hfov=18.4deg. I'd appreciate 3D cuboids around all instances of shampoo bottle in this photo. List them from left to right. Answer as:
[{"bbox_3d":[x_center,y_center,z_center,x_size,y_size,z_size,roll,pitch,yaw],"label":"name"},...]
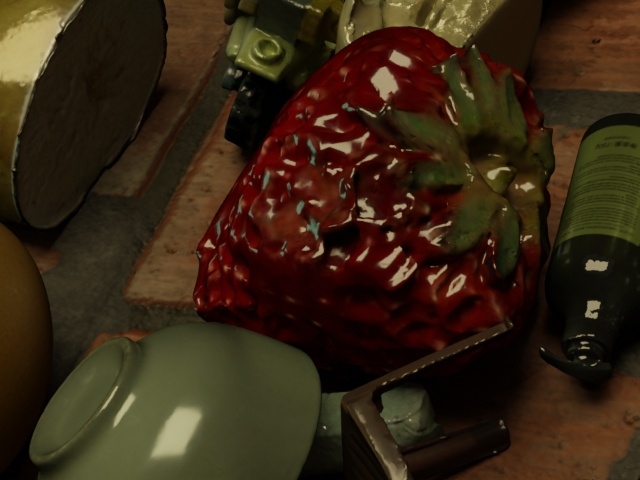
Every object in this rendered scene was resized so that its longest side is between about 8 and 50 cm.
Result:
[{"bbox_3d":[0.260,0.013,1.782,0.101,0.101,0.284,1,47,21],"label":"shampoo bottle"}]

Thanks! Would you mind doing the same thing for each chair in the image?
[{"bbox_3d":[0.040,0.225,1.582,0.326,0.176,0.183,-18,51,-13],"label":"chair"}]

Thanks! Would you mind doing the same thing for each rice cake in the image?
[{"bbox_3d":[0.004,0.170,1.743,0.206,0.069,0.063,-7,44,12],"label":"rice cake"}]

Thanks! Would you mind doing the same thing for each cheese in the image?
[{"bbox_3d":[0.117,-0.195,1.963,0.127,0.233,0.266,24,60,25],"label":"cheese"}]

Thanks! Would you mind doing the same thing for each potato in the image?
[{"bbox_3d":[-0.313,-0.175,2.080,0.196,0.246,0.300,22,58,20],"label":"potato"}]

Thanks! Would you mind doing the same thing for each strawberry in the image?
[{"bbox_3d":[0.038,-0.004,1.778,0.345,0.295,0.317,-32,58,42],"label":"strawberry"}]

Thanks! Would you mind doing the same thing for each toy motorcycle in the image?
[{"bbox_3d":[0.002,-0.286,2.101,0.168,0.237,0.410,23,54,4],"label":"toy motorcycle"}]

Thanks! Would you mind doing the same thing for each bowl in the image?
[{"bbox_3d":[-0.147,0.172,1.645,0.289,0.146,0.289,-42,23,23],"label":"bowl"}]

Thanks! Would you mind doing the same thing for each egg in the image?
[{"bbox_3d":[-0.371,0.102,1.816,0.250,0.250,0.322,-6,42,15],"label":"egg"}]

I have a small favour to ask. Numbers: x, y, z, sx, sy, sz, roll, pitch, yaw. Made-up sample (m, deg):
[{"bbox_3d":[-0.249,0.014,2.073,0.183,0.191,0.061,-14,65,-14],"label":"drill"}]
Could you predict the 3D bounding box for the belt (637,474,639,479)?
[{"bbox_3d":[0.341,0.261,1.468,0.207,0.150,0.257,-18,43,-12],"label":"belt"}]
